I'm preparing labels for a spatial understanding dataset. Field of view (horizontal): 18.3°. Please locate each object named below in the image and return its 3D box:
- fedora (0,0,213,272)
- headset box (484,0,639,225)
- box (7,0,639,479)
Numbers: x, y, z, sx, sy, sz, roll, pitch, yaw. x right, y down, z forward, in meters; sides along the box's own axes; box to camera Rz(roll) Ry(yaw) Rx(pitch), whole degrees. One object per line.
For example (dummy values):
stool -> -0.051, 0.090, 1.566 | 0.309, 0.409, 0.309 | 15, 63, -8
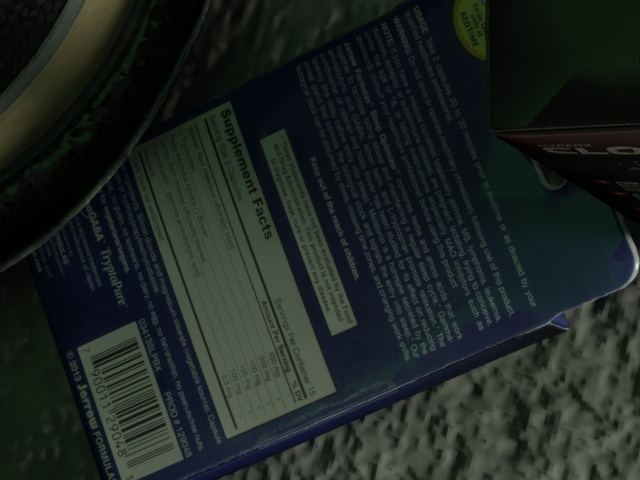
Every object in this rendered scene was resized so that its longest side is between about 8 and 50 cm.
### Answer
fedora -> -0.206, -0.124, 0.768 | 0.334, 0.152, 0.334 | -7, 74, 23
headset box -> 0.179, -0.067, 0.561 | 0.218, 0.293, 0.110 | -2, 83, 21
box -> 0.000, 0.000, 0.755 | 0.225, 0.036, 0.136 | -25, 75, 18
